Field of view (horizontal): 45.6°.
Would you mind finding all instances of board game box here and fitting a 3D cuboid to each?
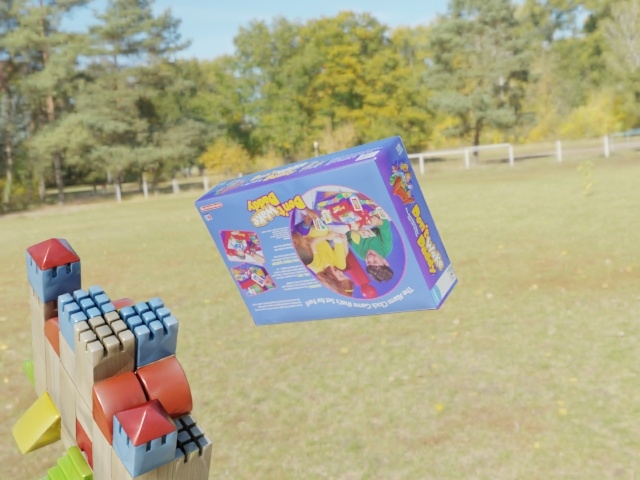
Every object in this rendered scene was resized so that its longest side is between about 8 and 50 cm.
[{"bbox_3d":[0.000,0.000,1.131,0.347,0.233,0.078,-9,23,38],"label":"board game box"}]

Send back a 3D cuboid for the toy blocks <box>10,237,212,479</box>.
[{"bbox_3d":[-0.239,0.163,0.884,0.190,0.261,0.381,-16,44,-35],"label":"toy blocks"}]
